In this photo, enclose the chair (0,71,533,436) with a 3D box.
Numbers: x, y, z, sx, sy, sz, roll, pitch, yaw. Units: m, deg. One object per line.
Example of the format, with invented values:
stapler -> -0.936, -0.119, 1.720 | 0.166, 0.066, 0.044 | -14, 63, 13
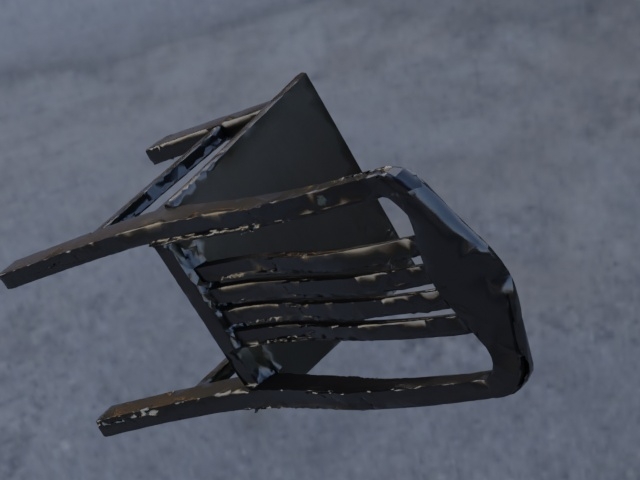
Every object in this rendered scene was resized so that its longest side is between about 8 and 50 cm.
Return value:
chair -> 0.000, 0.000, 0.470 | 0.212, 0.084, 0.101 | -14, 23, 46
